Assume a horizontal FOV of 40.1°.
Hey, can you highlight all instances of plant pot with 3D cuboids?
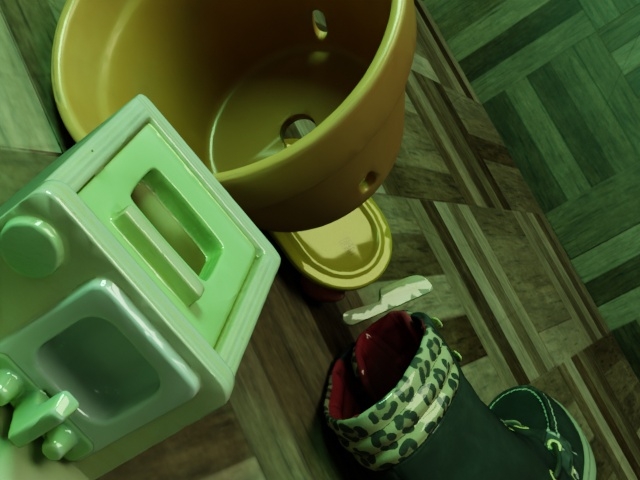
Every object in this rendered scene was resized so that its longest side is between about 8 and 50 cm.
[{"bbox_3d":[-0.049,-0.135,0.750,0.203,0.291,0.290,51,17,-62],"label":"plant pot"}]

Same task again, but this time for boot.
[{"bbox_3d":[0.147,0.190,0.890,0.284,0.138,0.377,53,29,-11],"label":"boot"}]

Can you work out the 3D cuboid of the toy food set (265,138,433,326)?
[{"bbox_3d":[0.000,0.000,0.916,0.128,0.071,0.218,-28,78,-34],"label":"toy food set"}]

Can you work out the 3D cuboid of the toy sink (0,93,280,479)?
[{"bbox_3d":[-0.131,0.036,0.512,0.152,0.131,0.234,51,24,-15],"label":"toy sink"}]
